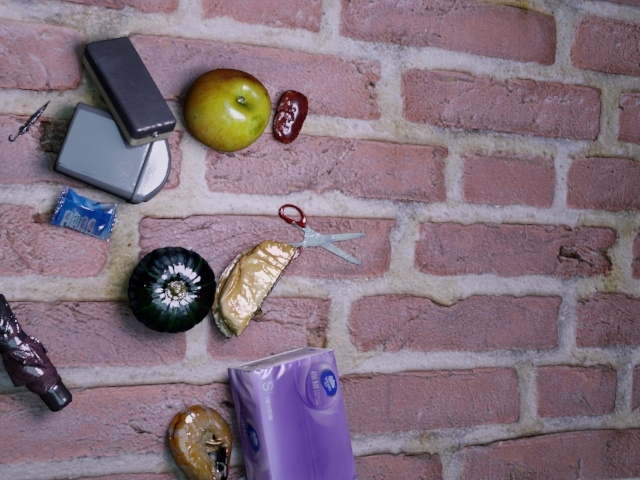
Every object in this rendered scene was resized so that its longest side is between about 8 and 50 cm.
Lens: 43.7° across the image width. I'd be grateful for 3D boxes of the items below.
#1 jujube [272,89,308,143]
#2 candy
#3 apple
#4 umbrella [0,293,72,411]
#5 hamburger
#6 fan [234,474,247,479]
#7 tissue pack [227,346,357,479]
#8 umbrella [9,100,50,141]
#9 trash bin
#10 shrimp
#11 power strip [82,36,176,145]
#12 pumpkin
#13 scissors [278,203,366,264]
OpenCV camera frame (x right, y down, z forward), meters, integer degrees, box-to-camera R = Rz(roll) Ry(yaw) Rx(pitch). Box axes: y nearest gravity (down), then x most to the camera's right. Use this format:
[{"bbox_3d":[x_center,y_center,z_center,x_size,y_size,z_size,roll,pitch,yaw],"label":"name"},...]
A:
[{"bbox_3d":[-0.071,-0.296,1.917,0.077,0.077,0.129,14,92,-23],"label":"jujube"},{"bbox_3d":[-0.515,-0.057,1.759,0.136,0.038,0.088,20,88,-32],"label":"candy"},{"bbox_3d":[-0.207,-0.296,1.804,0.195,0.196,0.196,-1,93,-23],"label":"apple"},{"bbox_3d":[-0.642,0.232,1.690,0.326,0.094,0.090,57,28,-13],"label":"umbrella"},{"bbox_3d":[-0.169,0.104,1.870,0.131,0.124,0.262,36,80,-3],"label":"hamburger"},{"bbox_3d":[-0.087,0.511,1.952,0.294,0.012,0.223,16,79,-31],"label":"fan"},{"bbox_3d":[-0.061,0.439,1.875,0.242,0.160,0.339,-11,91,-32],"label":"tissue pack"},{"bbox_3d":[-0.621,-0.255,1.718,0.022,0.013,0.122,42,77,3],"label":"umbrella"},{"bbox_3d":[-0.446,-0.184,1.751,0.236,0.101,0.177,20,86,-20],"label":"trash bin"},{"bbox_3d":[-0.259,0.519,1.883,0.152,0.063,0.287,-30,102,-32],"label":"shrimp"},{"bbox_3d":[-0.410,-0.317,1.714,0.105,0.070,0.257,-21,71,-33],"label":"power strip"},{"bbox_3d":[-0.331,0.110,1.788,0.201,0.140,0.202,0,90,-25],"label":"pumpkin"},{"bbox_3d":[0.000,0.000,1.990,0.247,0.017,0.144,12,88,-24],"label":"scissors"}]
